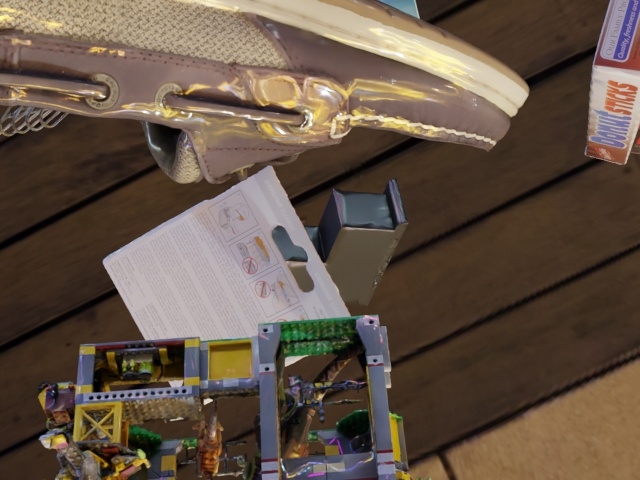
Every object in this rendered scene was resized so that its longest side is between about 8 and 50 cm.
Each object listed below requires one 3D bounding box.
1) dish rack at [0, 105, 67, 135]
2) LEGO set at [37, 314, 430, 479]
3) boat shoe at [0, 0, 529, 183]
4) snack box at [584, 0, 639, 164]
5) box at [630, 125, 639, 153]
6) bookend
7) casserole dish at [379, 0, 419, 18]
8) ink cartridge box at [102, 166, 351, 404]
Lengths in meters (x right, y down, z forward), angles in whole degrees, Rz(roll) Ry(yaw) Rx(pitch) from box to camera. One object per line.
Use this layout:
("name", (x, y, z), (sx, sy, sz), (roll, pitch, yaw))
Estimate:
("dish rack", (-0.298, -0.169, 0.973), (0.208, 0.271, 0.074), (53, 53, -29))
("LEGO set", (-0.062, 0.201, 0.888), (0.331, 0.255, 0.192), (1, 50, -6))
("boat shoe", (-0.046, -0.068, 0.438), (0.285, 0.103, 0.092), (11, 104, -33))
("snack box", (0.122, -0.075, 0.440), (0.022, 0.178, 0.064), (15, 88, 13))
("box", (0.404, -0.155, 0.933), (0.293, 0.057, 0.201), (10, 123, 31))
("bookend", (0.000, 0.000, 1.320), (0.157, 0.156, 0.072), (3, 49, -17))
("casserole dish", (0.083, -0.208, 1.147), (0.037, 0.114, 0.188), (-16, 133, 2))
("ink cartridge box", (-0.085, 0.048, 1.108), (0.224, 0.056, 0.181), (-28, 91, 26))
